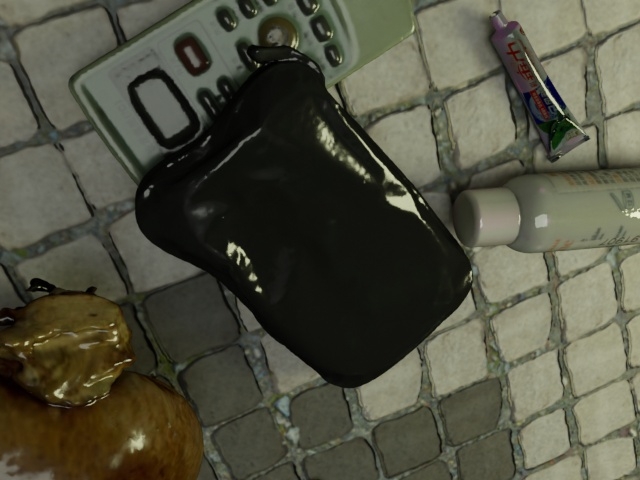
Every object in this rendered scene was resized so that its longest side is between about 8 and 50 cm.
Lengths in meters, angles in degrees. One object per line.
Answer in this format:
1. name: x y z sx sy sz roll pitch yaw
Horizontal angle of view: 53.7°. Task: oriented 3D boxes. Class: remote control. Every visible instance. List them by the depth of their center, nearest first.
1. remote control: -0.058 -0.157 0.529 0.285 0.038 0.123 -31 114 -2

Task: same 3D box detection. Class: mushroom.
1. mushroom: -0.228 0.176 0.523 0.263 0.195 0.283 2 109 -14

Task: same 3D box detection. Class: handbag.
1. handbag: -0.002 -0.002 0.566 0.191 0.075 0.332 -42 123 5

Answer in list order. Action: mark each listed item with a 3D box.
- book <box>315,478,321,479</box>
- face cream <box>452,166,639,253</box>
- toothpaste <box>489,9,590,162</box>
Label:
1. book: 0.011 0.423 0.769 0.191 0.025 0.269 -42 114 2
2. face cream: 0.264 -0.031 0.636 0.269 0.082 0.082 -5 111 -12
3. toothpaste: 0.206 -0.147 0.608 0.045 0.028 0.170 -35 118 12
